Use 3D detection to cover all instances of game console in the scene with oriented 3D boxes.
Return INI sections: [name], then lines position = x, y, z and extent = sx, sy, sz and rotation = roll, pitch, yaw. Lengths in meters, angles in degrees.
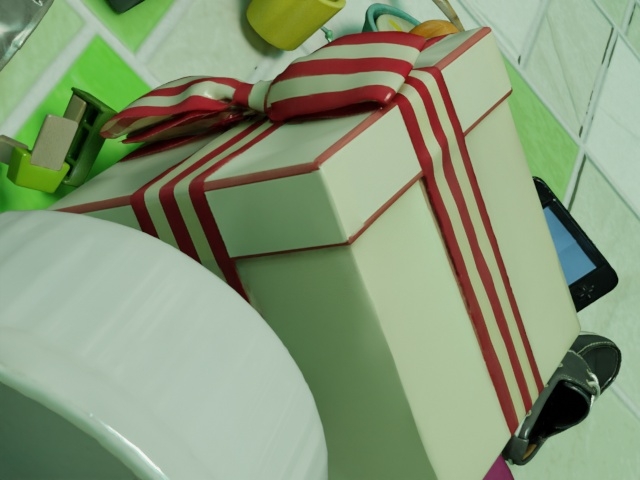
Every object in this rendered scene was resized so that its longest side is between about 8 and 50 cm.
[game console]
position = 0.193, 0.037, 1.086
extent = 0.144, 0.124, 0.085
rotation = 48, 18, -19

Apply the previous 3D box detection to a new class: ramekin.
[ramekin]
position = -0.131, 0.119, 0.582
extent = 0.277, 0.277, 0.135
rotation = 53, 35, -14

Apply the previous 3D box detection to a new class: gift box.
[gift box]
position = 0.000, 0.000, 0.780
extent = 0.276, 0.255, 0.258
rotation = -47, 121, -52

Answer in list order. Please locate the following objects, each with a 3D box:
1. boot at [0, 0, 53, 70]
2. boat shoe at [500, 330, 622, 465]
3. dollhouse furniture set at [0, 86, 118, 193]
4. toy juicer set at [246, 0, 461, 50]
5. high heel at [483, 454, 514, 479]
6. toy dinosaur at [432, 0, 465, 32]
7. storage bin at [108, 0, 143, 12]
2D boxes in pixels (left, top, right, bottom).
[boot]
position = -0.252, -0.226, 0.756
extent = 0.208, 0.076, 0.189
rotation = 34, 64, -22
[boat shoe]
position = 0.206, 0.139, 1.039
extent = 0.233, 0.079, 0.084
rotation = -15, 114, -47
[dollhouse furniture set]
position = -0.199, -0.075, 0.730
extent = 0.152, 0.076, 0.058
rotation = 14, 106, -50
[toy juicer set]
position = 0.102, -0.125, 1.014
extent = 0.329, 0.089, 0.209
rotation = 16, 37, -42
[high heel]
position = -0.006, 0.212, 0.817
extent = 0.377, 0.127, 0.181
rotation = 2, 42, -41
[toy dinosaur]
position = 0.079, -0.278, 1.106
extent = 0.112, 0.064, 0.211
rotation = -6, 68, -38
[storage bin]
position = -0.137, -0.240, 0.873
extent = 0.135, 0.098, 0.091
rotation = 52, 54, -15
